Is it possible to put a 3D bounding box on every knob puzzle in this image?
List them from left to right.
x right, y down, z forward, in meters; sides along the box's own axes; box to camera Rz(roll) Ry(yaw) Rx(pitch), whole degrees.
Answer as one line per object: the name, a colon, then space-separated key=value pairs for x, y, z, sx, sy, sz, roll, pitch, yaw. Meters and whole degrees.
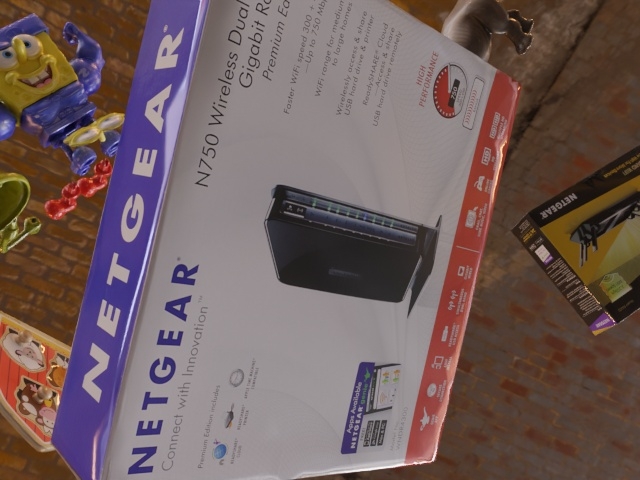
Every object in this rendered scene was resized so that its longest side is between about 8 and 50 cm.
knob puzzle: x=-0.361 y=0.192 z=0.821 sx=0.030 sy=0.213 sz=0.213 roll=-37 pitch=-79 yaw=9

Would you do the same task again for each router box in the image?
router box: x=0.000 y=0.000 z=0.455 sx=0.301 sy=0.082 sz=0.335 roll=12 pitch=-89 yaw=-41
router box: x=0.552 y=-0.008 z=1.142 sx=0.309 sy=0.081 sz=0.242 roll=-29 pitch=-107 yaw=-18

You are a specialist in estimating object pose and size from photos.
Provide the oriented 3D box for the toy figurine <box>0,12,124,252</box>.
toy figurine: x=-0.355 y=-0.147 z=0.717 sx=0.217 sy=0.191 sz=0.362 roll=48 pitch=-121 yaw=-2

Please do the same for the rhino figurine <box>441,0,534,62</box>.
rhino figurine: x=0.176 y=-0.210 z=0.810 sx=0.106 sy=0.073 sz=0.243 roll=31 pitch=-82 yaw=-10
